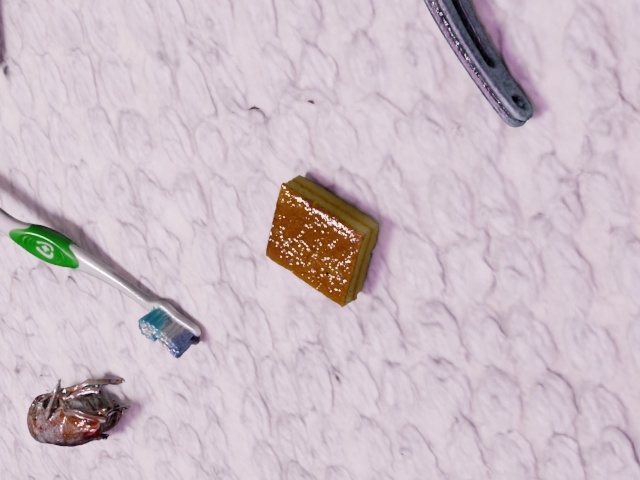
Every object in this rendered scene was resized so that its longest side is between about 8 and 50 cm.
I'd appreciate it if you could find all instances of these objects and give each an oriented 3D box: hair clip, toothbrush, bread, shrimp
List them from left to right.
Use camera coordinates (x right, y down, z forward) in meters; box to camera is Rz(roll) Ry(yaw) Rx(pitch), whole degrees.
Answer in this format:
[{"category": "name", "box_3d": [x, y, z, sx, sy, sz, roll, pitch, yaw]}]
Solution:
[{"category": "toothbrush", "box_3d": [-0.294, -0.001, 1.492, 0.418, 0.040, 0.042, 33, 137, 19]}, {"category": "shrimp", "box_3d": [-0.270, 0.194, 1.582, 0.190, 0.075, 0.073, -15, 72, 52]}, {"category": "bread", "box_3d": [0.000, 0.000, 1.252, 0.094, 0.035, 0.090, 33, 132, 22]}, {"category": "hair clip", "box_3d": [0.093, -0.210, 1.050, 0.083, 0.048, 0.275, -8, 114, 42]}]
